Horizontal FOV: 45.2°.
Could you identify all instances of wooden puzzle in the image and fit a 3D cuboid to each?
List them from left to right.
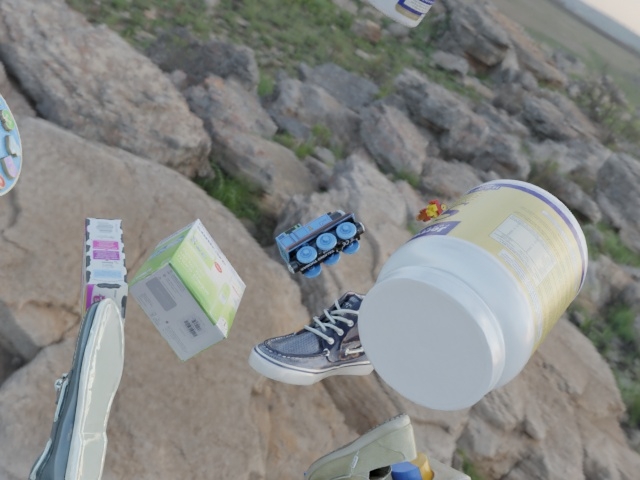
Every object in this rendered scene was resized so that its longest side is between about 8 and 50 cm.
[{"bbox_3d":[0.118,0.546,1.771,0.347,0.081,0.322,-16,7,-24],"label":"wooden puzzle"}]

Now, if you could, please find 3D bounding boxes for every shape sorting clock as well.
[{"bbox_3d":[-0.509,-0.163,1.129,0.206,0.040,0.206,-19,90,-72],"label":"shape sorting clock"}]

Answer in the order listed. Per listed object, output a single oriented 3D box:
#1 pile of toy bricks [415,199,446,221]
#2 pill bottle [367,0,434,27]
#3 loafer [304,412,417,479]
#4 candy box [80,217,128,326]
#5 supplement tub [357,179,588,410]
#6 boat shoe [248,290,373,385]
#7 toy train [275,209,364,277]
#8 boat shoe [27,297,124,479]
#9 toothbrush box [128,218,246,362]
[{"bbox_3d":[0.268,0.017,1.830,0.212,0.105,0.118,67,-14,-5],"label":"pile of toy bricks"},{"bbox_3d":[0.133,-0.382,0.988,0.112,0.187,0.112,29,28,-17],"label":"pill bottle"},{"bbox_3d":[0.075,0.420,1.441,0.102,0.268,0.092,-3,58,-51],"label":"loafer"},{"bbox_3d":[-0.395,0.082,1.389,0.071,0.159,0.233,3,28,-20],"label":"candy box"},{"bbox_3d":[0.228,0.073,1.129,0.241,0.241,0.331,38,42,16],"label":"supplement tub"},{"bbox_3d":[0.009,0.172,1.463,0.127,0.158,0.340,29,14,33],"label":"boat shoe"},{"bbox_3d":[0.000,0.000,1.615,0.184,0.080,0.105,-31,53,-13],"label":"toy train"},{"bbox_3d":[-0.383,0.244,1.199,0.099,0.320,0.116,1,-17,13],"label":"boat shoe"},{"bbox_3d":[-0.288,0.103,1.707,0.206,0.122,0.283,57,12,-14],"label":"toothbrush box"}]
